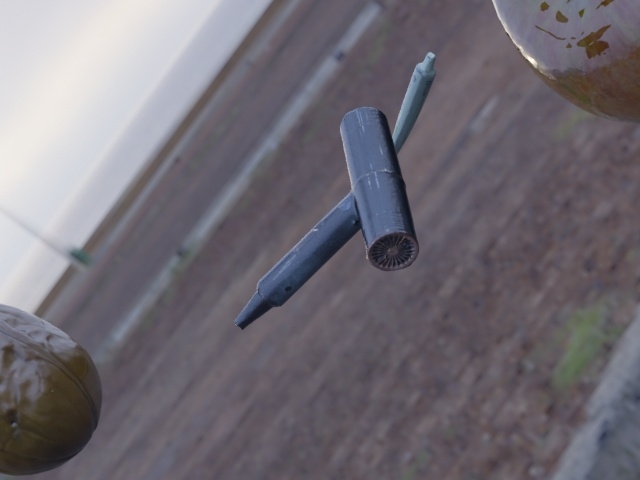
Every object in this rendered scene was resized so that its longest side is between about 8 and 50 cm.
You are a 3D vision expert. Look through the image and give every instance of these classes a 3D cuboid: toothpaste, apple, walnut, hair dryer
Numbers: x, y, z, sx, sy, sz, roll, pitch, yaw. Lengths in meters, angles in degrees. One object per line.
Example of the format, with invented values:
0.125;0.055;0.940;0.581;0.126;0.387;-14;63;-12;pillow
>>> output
0.120;-0.173;2.507;0.048;0.029;0.197;-60;-7;-49;toothpaste
0.394;-0.323;2.066;0.333;0.400;0.400;-8;-24;-37;apple
-0.327;0.154;1.931;0.167;0.207;0.167;-63;0;0;walnut
-0.005;-0.007;1.624;0.195;0.050;0.173;-36;36;23;hair dryer
